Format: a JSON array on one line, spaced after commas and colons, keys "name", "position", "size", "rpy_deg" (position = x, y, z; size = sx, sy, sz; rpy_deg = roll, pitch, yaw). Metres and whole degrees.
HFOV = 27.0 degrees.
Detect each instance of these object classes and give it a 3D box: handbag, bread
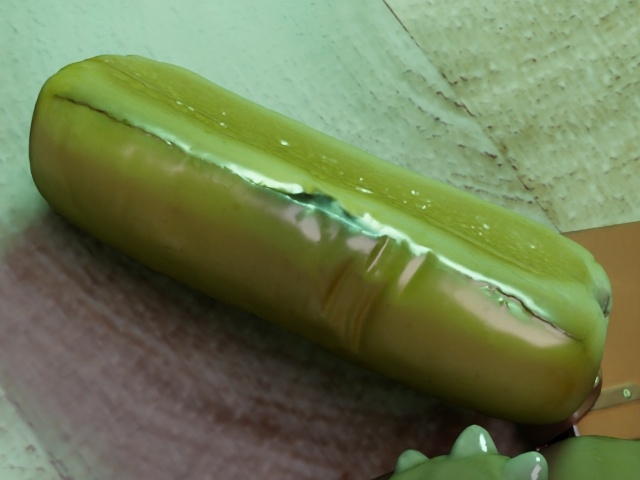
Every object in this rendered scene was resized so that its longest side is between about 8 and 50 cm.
[{"name": "handbag", "position": [0.193, 0.053, 0.776], "size": [0.190, 0.063, 0.127], "rpy_deg": [-8, 72, -26]}, {"name": "bread", "position": [0.000, 0.000, 0.674], "size": [0.305, 0.142, 0.091], "rpy_deg": [24, 106, 8]}]

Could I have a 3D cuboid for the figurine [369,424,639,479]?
[{"name": "figurine", "position": [0.099, 0.172, 0.603], "size": [0.247, 0.173, 0.177], "rpy_deg": [6, 85, -15]}]
